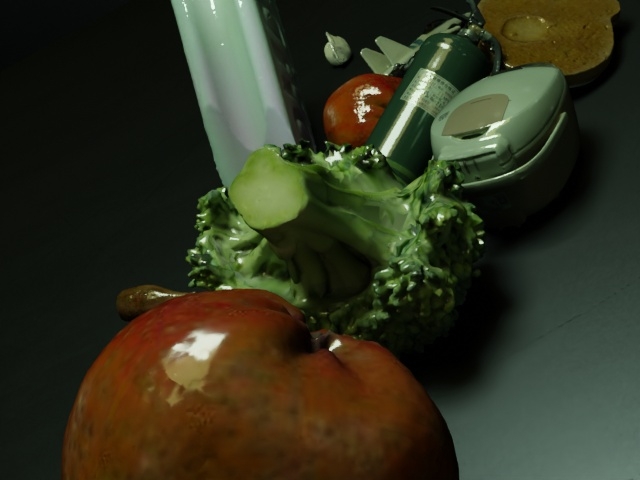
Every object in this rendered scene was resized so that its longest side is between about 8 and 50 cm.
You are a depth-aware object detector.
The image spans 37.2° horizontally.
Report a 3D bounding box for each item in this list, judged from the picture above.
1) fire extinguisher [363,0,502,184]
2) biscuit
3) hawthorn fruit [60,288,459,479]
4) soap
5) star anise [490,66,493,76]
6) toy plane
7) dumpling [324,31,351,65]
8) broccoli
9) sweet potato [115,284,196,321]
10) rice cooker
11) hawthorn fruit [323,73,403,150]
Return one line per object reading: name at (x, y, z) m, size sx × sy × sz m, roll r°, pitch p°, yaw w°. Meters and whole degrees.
fire extinguisher at (0.131, -0.160, 1.105) m, size 0.294 × 0.118 × 0.093 m, roll -60°, pitch 2°, yaw -12°
biscuit at (0.280, -0.256, 1.193) m, size 0.181 × 0.049 × 0.208 m, roll 8°, pitch 50°, yaw 11°
hawthorn fruit at (-0.060, 0.187, 0.664) m, size 0.277 × 0.277 × 0.298 m, roll 16°, pitch 72°, yaw 55°
soap at (-0.094, -0.202, 1.285) m, size 0.115 × 0.347 × 0.208 m, roll -17°, pitch -8°, yaw 10°
star anise at (0.243, -0.247, 1.262) m, size 0.190 × 0.070 × 0.097 m, roll -40°, pitch 56°, yaw -19°
toy plane at (0.156, -0.266, 1.350) m, size 0.262 × 0.088 × 0.192 m, roll -28°, pitch -2°, yaw -39°
dumpling at (0.026, -0.328, 1.613) m, size 0.043 × 0.059 × 0.077 m, roll -24°, pitch 23°, yaw 35°
broccoli at (0.010, 0.015, 0.903) m, size 0.288 × 0.235 × 0.260 m, roll -27°, pitch 3°, yaw 16°
sweet potato at (-0.204, 0.075, 1.192) m, size 0.117 × 0.049 × 0.049 m, roll -11°, pitch 33°, yaw 27°
rice cooker at (0.198, -0.105, 1.005) m, size 0.145 × 0.127 × 0.206 m, roll -10°, pitch 38°, yaw 37°
hawthorn fruit at (0.064, -0.148, 1.200) m, size 0.133 × 0.133 × 0.138 m, roll -42°, pitch 27°, yaw -20°
